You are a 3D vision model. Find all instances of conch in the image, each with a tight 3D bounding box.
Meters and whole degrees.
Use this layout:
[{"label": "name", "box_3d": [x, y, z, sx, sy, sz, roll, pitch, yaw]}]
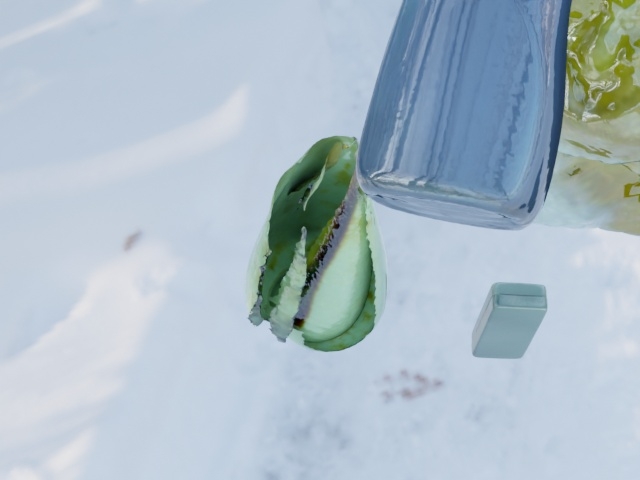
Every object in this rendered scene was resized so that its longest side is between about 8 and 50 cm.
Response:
[{"label": "conch", "box_3d": [-0.009, 0.017, 1.368, 0.143, 0.250, 0.137, -13, 67, 1]}]

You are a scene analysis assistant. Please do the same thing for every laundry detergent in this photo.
[{"label": "laundry detergent", "box_3d": [0.082, -0.112, 0.714, 0.096, 0.061, 0.206, 8, 79, 25]}]

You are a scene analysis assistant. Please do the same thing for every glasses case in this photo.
[{"label": "glasses case", "box_3d": [0.263, 0.115, 2.023, 0.077, 0.184, 0.039, 3, 63, -3]}]

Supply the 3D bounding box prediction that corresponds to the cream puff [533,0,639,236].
[{"label": "cream puff", "box_3d": [0.259, -0.158, 0.876, 0.275, 0.378, 0.378, 38, 58, 20]}]
